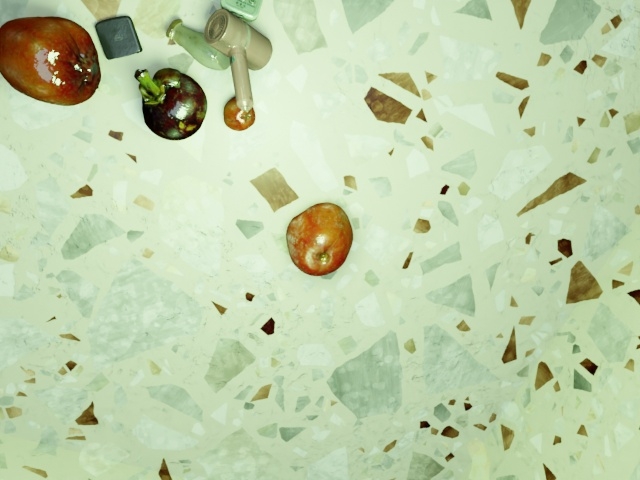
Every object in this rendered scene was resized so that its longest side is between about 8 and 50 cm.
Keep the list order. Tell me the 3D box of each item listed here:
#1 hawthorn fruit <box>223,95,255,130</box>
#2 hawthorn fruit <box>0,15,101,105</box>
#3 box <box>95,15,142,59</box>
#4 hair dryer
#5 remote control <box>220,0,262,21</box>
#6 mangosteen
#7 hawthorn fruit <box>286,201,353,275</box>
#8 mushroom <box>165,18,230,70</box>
[{"bbox_3d":[-0.289,-0.452,1.790,0.128,0.128,0.128,-3,110,-8],"label":"hawthorn fruit"},{"bbox_3d":[-0.853,-0.564,1.568,0.311,0.295,0.295,15,107,-18],"label":"hawthorn fruit"},{"bbox_3d":[-0.680,-0.684,1.691,0.126,0.027,0.125,-15,109,-3],"label":"box"},{"bbox_3d":[-0.250,-0.556,1.634,0.125,0.352,0.210,-23,157,33],"label":"hair dryer"},{"bbox_3d":[-0.222,-0.889,1.633,0.128,0.065,0.335,17,89,-13],"label":"remote control"},{"bbox_3d":[-0.516,-0.465,1.670,0.231,0.231,0.289,-49,146,9],"label":"mangosteen"},{"bbox_3d":[0.000,0.000,1.936,0.284,0.284,0.284,-3,110,-8],"label":"hawthorn fruit"},{"bbox_3d":[-0.413,-0.662,1.714,0.225,0.093,0.116,18,83,-6],"label":"mushroom"}]
